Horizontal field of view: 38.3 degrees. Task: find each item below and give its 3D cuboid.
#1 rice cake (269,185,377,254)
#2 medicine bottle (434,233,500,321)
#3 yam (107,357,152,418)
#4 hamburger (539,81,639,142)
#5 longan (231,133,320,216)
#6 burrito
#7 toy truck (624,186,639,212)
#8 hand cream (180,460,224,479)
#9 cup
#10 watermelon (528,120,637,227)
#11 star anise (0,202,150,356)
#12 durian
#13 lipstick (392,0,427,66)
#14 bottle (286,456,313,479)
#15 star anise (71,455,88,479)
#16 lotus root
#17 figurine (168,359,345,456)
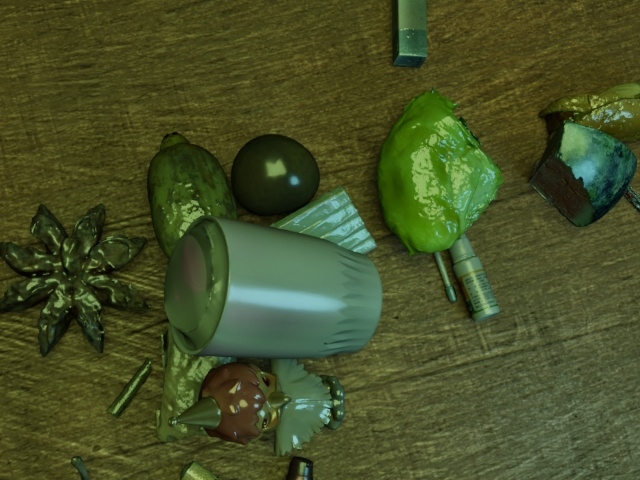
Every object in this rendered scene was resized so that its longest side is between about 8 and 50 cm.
[{"bbox_3d":[0.000,0.000,1.897,0.198,0.037,0.189,-38,120,-9],"label":"rice cake"},{"bbox_3d":[0.299,0.066,1.954,0.092,0.061,0.220,-22,78,11],"label":"medicine bottle"},{"bbox_3d":[-0.373,0.294,1.835,0.033,0.027,0.129,28,76,39],"label":"yam"},{"bbox_3d":[0.630,-0.273,2.023,0.262,0.131,0.124,-14,82,-5],"label":"hamburger"},{"bbox_3d":[-0.092,-0.134,1.881,0.189,0.189,0.189,1,79,-7],"label":"longan"},{"bbox_3d":[-0.235,0.231,1.832,0.175,0.107,0.347,11,80,-19],"label":"burrito"},{"bbox_3d":[0.702,-0.092,2.048,0.024,0.032,0.083,-42,86,-8],"label":"toy truck"},{"bbox_3d":[-0.186,0.503,1.799,0.203,0.084,0.084,33,77,4],"label":"hand cream"},{"bbox_3d":[-0.087,0.098,1.727,0.372,0.253,0.253,8,77,-31],"label":"cup"},{"bbox_3d":[0.531,-0.133,1.939,0.226,0.318,0.148,14,80,37],"label":"watermelon"},{"bbox_3d":[-0.494,0.070,1.817,0.332,0.117,0.331,2,74,-8],"label":"star anise"},{"bbox_3d":[0.235,-0.138,1.903,0.256,0.204,0.339,34,79,14],"label":"durian"},{"bbox_3d":[0.197,-0.547,2.047,0.068,0.066,0.317,2,79,-7],"label":"lipstick"},{"bbox_3d":[-0.049,0.513,1.825,0.060,0.060,0.164,11,78,-5],"label":"bottle"},{"bbox_3d":[-0.463,0.534,1.749,0.209,0.089,0.231,28,83,-14],"label":"star anise"},{"bbox_3d":[-0.268,-0.083,1.860,0.173,0.173,0.309,-14,75,-10],"label":"lotus root"},{"bbox_3d":[-0.117,0.303,1.735,0.387,0.166,0.207,11,75,-43],"label":"figurine"}]
